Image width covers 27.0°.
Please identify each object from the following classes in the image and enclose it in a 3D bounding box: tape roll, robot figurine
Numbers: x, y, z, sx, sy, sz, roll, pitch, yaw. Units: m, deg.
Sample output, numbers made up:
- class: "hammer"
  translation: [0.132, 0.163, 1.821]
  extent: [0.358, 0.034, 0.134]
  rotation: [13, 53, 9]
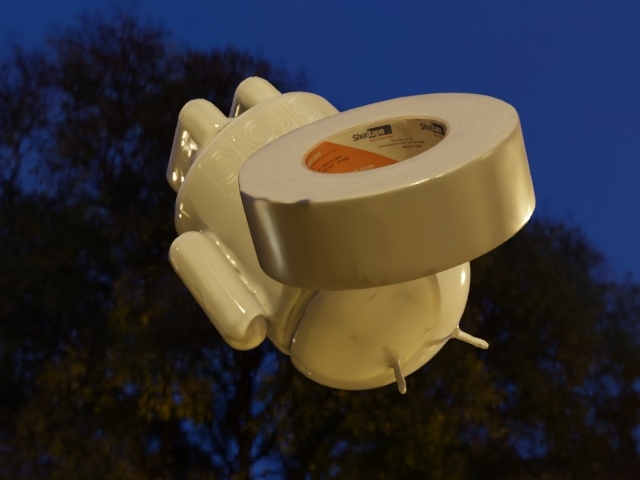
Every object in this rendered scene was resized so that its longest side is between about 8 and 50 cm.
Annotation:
- class: "tape roll"
  translation: [0.049, -0.042, 1.017]
  extent: [0.219, 0.219, 0.072]
  rotation: [-8, -68, 14]
- class: "robot figurine"
  translation: [0.000, 0.000, 1.266]
  extent: [0.353, 0.300, 0.200]
  rotation: [45, -35, 22]
